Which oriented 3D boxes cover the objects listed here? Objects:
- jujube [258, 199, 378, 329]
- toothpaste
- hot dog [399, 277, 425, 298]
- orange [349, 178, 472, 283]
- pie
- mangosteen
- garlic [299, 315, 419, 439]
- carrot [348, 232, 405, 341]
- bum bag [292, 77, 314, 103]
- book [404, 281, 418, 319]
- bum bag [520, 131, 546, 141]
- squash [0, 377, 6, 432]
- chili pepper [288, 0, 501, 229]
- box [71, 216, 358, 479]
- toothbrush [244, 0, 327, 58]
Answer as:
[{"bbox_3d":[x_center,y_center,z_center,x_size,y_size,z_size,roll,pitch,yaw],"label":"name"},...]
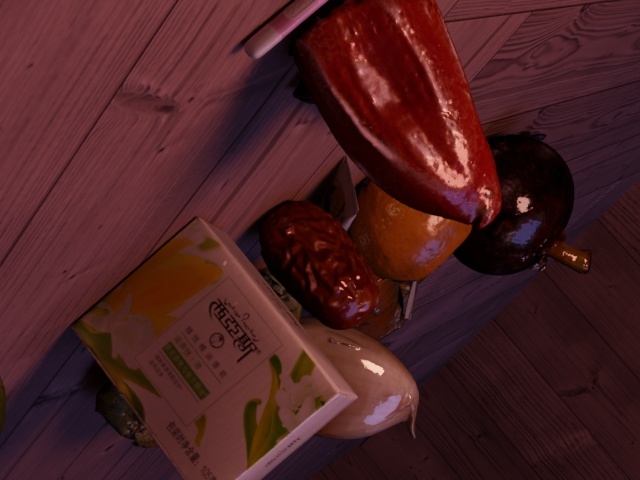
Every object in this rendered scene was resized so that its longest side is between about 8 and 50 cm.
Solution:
[{"bbox_3d":[-0.002,0.032,1.523,0.112,0.176,0.109,-21,153,-37],"label":"jujube"},{"bbox_3d":[0.000,0.000,1.662,0.056,0.058,0.314,-48,173,-31],"label":"toothpaste"},{"bbox_3d":[0.161,0.031,2.159,0.068,0.083,0.289,5,137,-44],"label":"hot dog"},{"bbox_3d":[0.123,-0.027,1.707,0.177,0.155,0.177,-32,171,-6],"label":"orange"},{"bbox_3d":[-0.159,0.159,1.670,0.288,0.103,0.355,-46,165,17],"label":"pie"},{"bbox_3d":[0.315,-0.031,1.955,0.235,0.261,0.235,-42,159,-20],"label":"mangosteen"},{"bbox_3d":[-0.018,0.227,1.934,0.313,0.249,0.286,-15,150,-3],"label":"garlic"},{"bbox_3d":[0.065,0.083,1.975,0.139,0.138,0.302,-38,158,-7],"label":"carrot"},{"bbox_3d":[0.065,-0.150,1.319,0.248,0.102,0.069,-8,112,-67],"label":"bum bag"},{"bbox_3d":[0.161,0.021,1.991,0.127,0.014,0.181,94,9,-55],"label":"book"},{"bbox_3d":[0.332,-0.155,2.095,0.124,0.034,0.058,-30,177,-33],"label":"bum bag"},{"bbox_3d":[-0.380,0.202,1.308,0.318,0.080,0.071,-52,-160,44],"label":"squash"},{"bbox_3d":[0.080,-0.114,1.155,0.136,0.252,0.144,-27,-177,34],"label":"chili pepper"},{"bbox_3d":[-0.117,0.134,1.380,0.194,0.260,0.111,-42,162,3],"label":"box"},{"bbox_3d":[0.046,-0.254,1.086,0.286,0.020,0.025,-40,158,-3],"label":"toothbrush"}]
